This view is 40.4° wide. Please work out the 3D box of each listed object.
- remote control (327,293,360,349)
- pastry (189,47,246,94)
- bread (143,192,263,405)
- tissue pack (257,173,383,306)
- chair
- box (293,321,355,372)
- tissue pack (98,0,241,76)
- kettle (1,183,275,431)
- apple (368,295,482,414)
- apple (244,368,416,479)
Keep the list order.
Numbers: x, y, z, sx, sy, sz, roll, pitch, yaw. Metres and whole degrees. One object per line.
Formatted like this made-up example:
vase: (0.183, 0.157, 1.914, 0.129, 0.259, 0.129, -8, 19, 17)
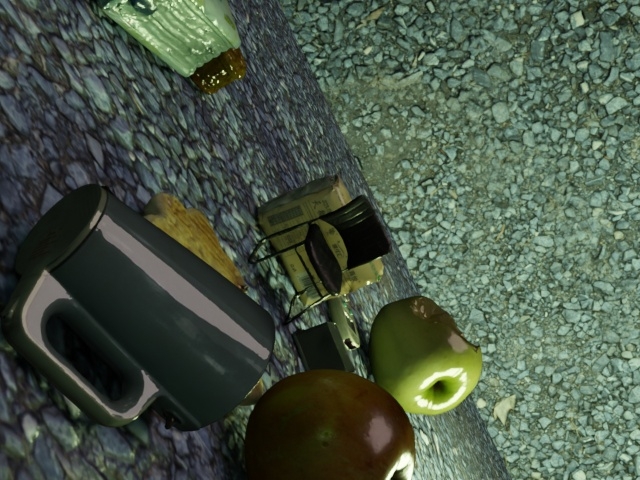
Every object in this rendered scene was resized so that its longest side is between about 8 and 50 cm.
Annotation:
remote control: (0.042, 0.148, 1.906, 0.078, 0.042, 0.221, 55, 16, -43)
pastry: (-0.223, -0.384, 1.699, 0.188, 0.103, 0.188, 60, 12, -21)
bread: (-0.158, 0.080, 1.152, 0.316, 0.054, 0.316, 61, 12, -23)
tissue pack: (0.000, 0.000, 1.682, 0.222, 0.186, 0.090, 63, 23, -13)
chair: (0.007, 0.029, 1.558, 0.140, 0.221, 0.145, 62, 12, -14)
box: (0.008, 0.206, 1.572, 0.122, 0.069, 0.084, 67, 10, 12)
tissue pack: (-0.299, -0.516, 1.504, 0.287, 0.162, 0.388, 34, 33, -66)
kettle: (-0.188, 0.083, 0.862, 0.243, 0.160, 0.210, 46, 48, -32)
apple: (0.237, 0.268, 2.012, 0.279, 0.279, 0.279, 60, 13, -23)
apple: (0.008, 0.280, 1.114, 0.237, 0.207, 0.237, -34, 130, -52)
